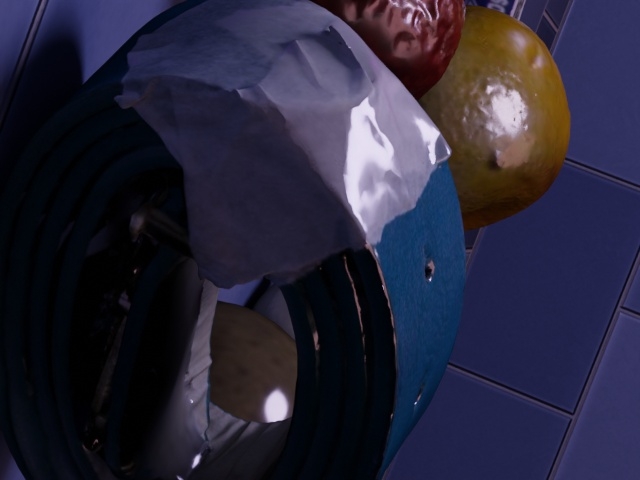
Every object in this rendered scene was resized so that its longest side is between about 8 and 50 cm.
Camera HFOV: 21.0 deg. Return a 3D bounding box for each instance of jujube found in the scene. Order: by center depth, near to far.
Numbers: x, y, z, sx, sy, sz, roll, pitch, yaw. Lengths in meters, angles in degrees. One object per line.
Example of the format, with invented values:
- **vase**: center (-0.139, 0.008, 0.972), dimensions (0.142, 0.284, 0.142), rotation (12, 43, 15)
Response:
- **jujube**: center (0.011, -0.200, 1.405), dimensions (0.190, 0.190, 0.255), rotation (-65, 152, -16)

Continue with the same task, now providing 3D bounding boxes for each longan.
- **longan**: center (-0.099, 0.172, 1.522), dimensions (0.246, 0.215, 0.246), rotation (52, 28, -42)

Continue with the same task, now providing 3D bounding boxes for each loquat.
- **loquat**: center (0.138, -0.139, 1.935), dimensions (0.284, 0.276, 0.276), rotation (-5, 119, -49)

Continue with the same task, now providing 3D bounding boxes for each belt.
- **belt**: center (-0.065, 0.047, 1.180), dimensions (0.173, 0.300, 0.436), rotation (-56, 163, -48)

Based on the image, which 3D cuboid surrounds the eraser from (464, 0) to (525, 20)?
- **eraser**: center (0.176, -0.262, 2.168), dimensions (0.081, 0.124, 0.279), rotation (-43, 152, -66)

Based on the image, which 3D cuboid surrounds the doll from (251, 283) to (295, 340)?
- **doll**: center (-0.028, 0.206, 1.888), dimensions (0.215, 0.226, 0.370), rotation (38, 73, -32)
